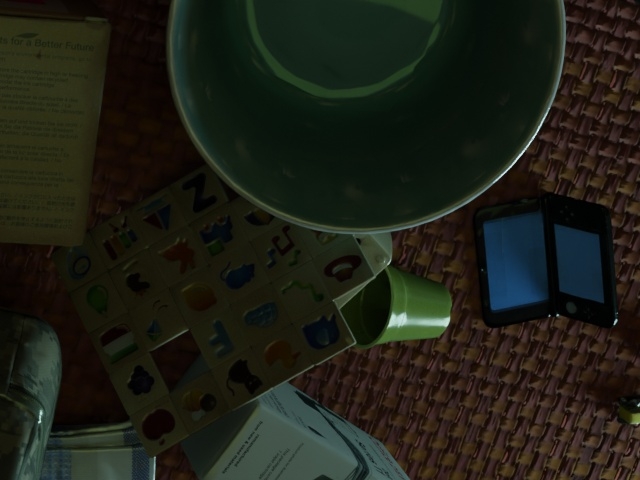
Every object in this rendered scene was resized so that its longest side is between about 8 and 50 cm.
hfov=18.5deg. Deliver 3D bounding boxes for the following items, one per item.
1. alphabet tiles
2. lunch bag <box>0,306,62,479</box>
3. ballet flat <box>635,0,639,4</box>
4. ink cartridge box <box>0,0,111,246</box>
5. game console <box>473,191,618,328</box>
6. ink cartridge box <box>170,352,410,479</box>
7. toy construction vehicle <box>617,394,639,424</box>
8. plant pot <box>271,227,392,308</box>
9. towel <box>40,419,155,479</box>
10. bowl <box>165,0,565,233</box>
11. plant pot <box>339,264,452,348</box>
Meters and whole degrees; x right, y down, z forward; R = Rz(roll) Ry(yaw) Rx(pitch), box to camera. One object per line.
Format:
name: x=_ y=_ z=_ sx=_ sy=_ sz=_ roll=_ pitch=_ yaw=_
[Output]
alphabet tiles: x=-0.083 y=0.038 z=1.636 sx=0.237 sy=0.009 sz=0.198 roll=-29 pitch=74 yaw=6
lunch bag: x=-0.366 y=0.186 z=1.511 sx=0.305 sy=0.256 sz=0.213 roll=12 pitch=131 yaw=-8
ballet flat: x=0.309 y=-0.326 z=1.662 sx=0.095 sy=0.096 sz=0.280 roll=-8 pitch=112 yaw=-14
ink cartridge box: x=-0.297 y=-0.102 z=1.561 sx=0.234 sy=0.088 sz=0.193 roll=4 pitch=108 yaw=-18
game console: x=0.205 y=0.026 z=1.782 sx=0.071 sy=0.107 sz=0.122 roll=-28 pitch=121 yaw=-38
ink cartridge box: x=-0.021 y=0.193 z=1.728 sx=0.208 sy=0.153 sz=0.087 roll=35 pitch=96 yaw=-27
toy construction vehicle: x=0.337 y=0.137 z=1.884 sx=0.098 sy=0.035 sz=0.086 roll=-4 pitch=112 yaw=-16
plant pot: x=0.000 y=0.000 z=1.690 sx=0.109 sy=0.096 sz=0.109 roll=-42 pitch=116 yaw=1
towel: x=-0.283 y=0.256 z=1.736 sx=0.285 sy=0.034 sz=0.209 roll=-4 pitch=114 yaw=-14
bowl: x=0.029 y=-0.179 z=1.577 sx=0.311 sy=0.163 sz=0.312 roll=-2 pitch=113 yaw=-5
plant pot: x=0.071 y=0.059 z=1.752 sx=0.079 sy=0.083 sz=0.083 roll=8 pitch=108 yaw=-34
